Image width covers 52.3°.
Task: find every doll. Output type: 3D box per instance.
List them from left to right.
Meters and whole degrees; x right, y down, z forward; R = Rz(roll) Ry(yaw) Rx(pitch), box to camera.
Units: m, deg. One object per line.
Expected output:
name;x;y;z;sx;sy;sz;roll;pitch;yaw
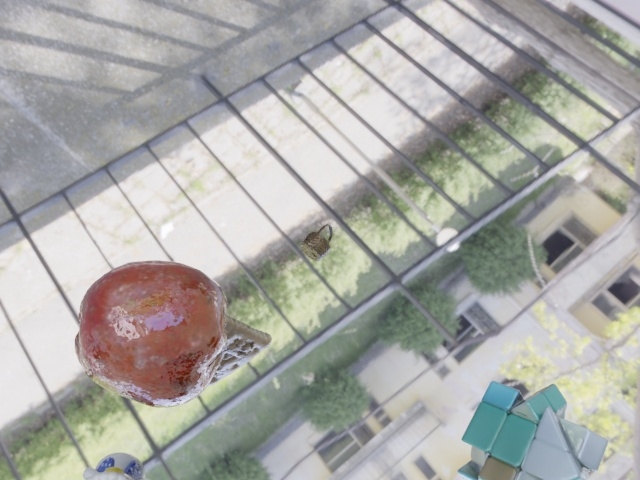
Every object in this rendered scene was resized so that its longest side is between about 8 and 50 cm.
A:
doll;-0.406;0.484;1.282;0.293;0.138;0.119;169;-62;-82

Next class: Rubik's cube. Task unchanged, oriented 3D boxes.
Rubik's cube;0.395;0.394;1.191;0.265;0.213;0.224;-57;136;-19

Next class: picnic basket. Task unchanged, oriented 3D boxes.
picnic basket;0.000;0.000;1.515;0.083;0.072;0.072;-48;157;-25

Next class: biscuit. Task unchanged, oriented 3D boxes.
biscuit;-0.266;0.239;1.453;0.217;0.044;0.325;-37;145;9

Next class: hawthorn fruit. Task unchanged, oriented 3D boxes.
hawthorn fruit;-0.287;0.155;1.147;0.284;0.284;0.284;-32;152;-20
